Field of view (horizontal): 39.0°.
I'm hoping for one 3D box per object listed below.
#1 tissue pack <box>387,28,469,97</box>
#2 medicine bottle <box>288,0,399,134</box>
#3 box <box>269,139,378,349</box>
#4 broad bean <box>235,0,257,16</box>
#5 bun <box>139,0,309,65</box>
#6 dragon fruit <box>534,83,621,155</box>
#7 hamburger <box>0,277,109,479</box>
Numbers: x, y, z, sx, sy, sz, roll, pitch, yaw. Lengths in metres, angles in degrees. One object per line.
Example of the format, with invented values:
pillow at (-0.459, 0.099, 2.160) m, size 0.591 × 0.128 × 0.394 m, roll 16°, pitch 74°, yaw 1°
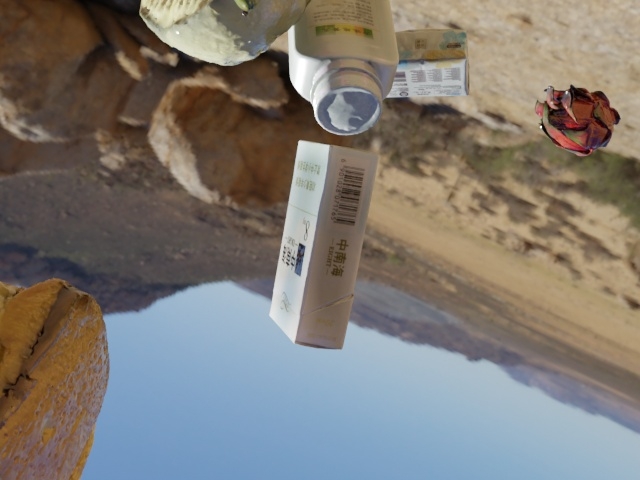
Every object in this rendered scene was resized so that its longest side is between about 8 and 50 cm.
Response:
tissue pack at (0.248, -0.449, 2.213) m, size 0.230 × 0.145 × 0.159 m, roll 0°, pitch 155°, yaw 12°
medicine bottle at (0.037, -0.328, 1.539) m, size 0.179 × 0.324 × 0.124 m, roll 3°, pitch 138°, yaw -9°
box at (0.000, 0.000, 1.131) m, size 0.067 × 0.242 × 0.155 m, roll 8°, pitch -173°, yaw -15°
broad bean at (-0.140, -0.299, 1.007) m, size 0.048 × 0.070 × 0.214 m, roll -24°, pitch -143°, yaw -32°
bun at (-0.117, -0.431, 1.433) m, size 0.202 × 0.364 × 0.364 m, roll 28°, pitch 178°, yaw -37°
dragon fruit at (0.451, -0.215, 1.588) m, size 0.142 × 0.130 × 0.121 m, roll 8°, pitch -151°, yaw 5°
hamburger at (-0.355, 0.195, 1.024) m, size 0.174 × 0.304 × 0.284 m, roll 13°, pitch 137°, yaw 0°
